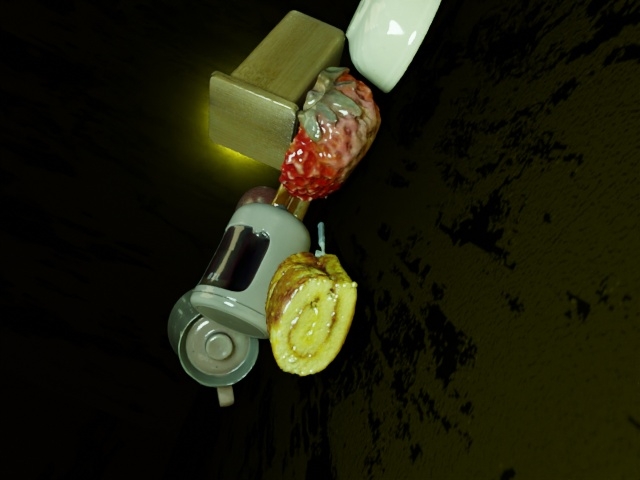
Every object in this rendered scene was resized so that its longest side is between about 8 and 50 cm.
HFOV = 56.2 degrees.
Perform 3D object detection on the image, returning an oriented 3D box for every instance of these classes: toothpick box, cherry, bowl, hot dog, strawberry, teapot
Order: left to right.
[{"bbox_3d":[-0.286,0.280,1.633,0.344,0.254,0.299,-170,71,-77],"label":"teapot"},{"bbox_3d":[-0.139,0.056,1.407,0.316,0.229,0.229,-67,7,-22],"label":"toothpick box"},{"bbox_3d":[-0.222,-0.067,2.296,0.261,0.221,0.307,111,165,-54],"label":"cherry"},{"bbox_3d":[-0.081,-0.337,1.294,0.187,0.190,0.308,103,-166,-55],"label":"toothpick box"},{"bbox_3d":[-0.110,-0.079,1.945,0.135,0.100,0.337,20,80,37],"label":"hot dog"},{"bbox_3d":[0.027,-0.191,1.254,0.336,0.149,0.265,106,-174,-62],"label":"strawberry"},{"bbox_3d":[0.146,-0.472,1.290,0.277,0.145,0.277,-61,10,19],"label":"bowl"}]

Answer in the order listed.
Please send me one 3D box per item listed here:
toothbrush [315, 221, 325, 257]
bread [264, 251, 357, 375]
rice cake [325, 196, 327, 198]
[{"bbox_3d":[0.000,0.000,1.253,0.219,0.019,0.016,-87,18,-71],"label":"toothbrush"},{"bbox_3d":[-0.018,0.085,0.783,0.172,0.103,0.131,-119,47,-76],"label":"bread"},{"bbox_3d":[0.055,-0.239,1.516,0.081,0.051,0.290,-58,-7,-75],"label":"rice cake"}]
